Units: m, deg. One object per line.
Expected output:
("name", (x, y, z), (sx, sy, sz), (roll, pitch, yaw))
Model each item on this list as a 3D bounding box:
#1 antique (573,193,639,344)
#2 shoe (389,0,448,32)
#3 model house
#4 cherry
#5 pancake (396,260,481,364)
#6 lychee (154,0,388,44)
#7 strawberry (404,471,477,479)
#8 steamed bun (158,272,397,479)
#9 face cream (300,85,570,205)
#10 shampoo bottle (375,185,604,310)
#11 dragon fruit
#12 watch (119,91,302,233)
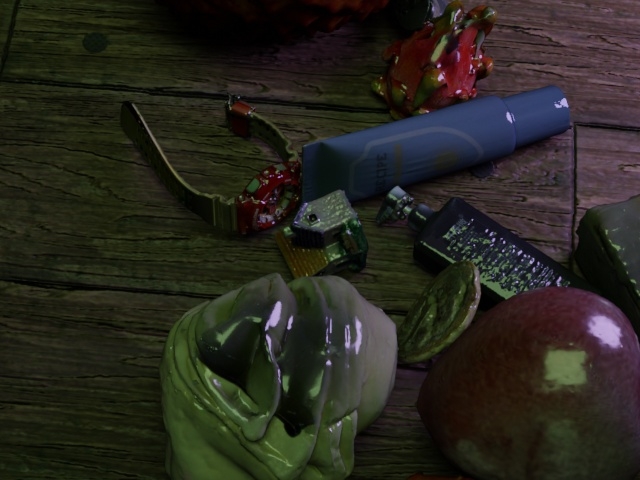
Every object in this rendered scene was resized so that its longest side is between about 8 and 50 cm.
("antique", (0.438, 0.083, 1.852), (0.150, 0.125, 0.284), (-13, 63, -6))
("shoe", (0.138, -0.363, 2.118), (0.077, 0.074, 0.194), (21, 38, -39))
("model house", (0.000, 0.000, 1.899), (0.100, 0.101, 0.088), (-20, 66, -10))
("cherry", (0.259, 0.186, 1.729), (0.307, 0.261, 0.221), (-7, 19, 13))
("pancake", (0.147, 0.093, 1.833), (0.028, 0.158, 0.158), (36, 63, -18))
("lychee", (-0.033, -0.482, 1.986), (0.500, 0.424, 0.424), (-27, 64, 11))
("strawberry", (0.129, 0.328, 1.701), (0.121, 0.188, 0.082), (-32, 105, -39))
("steamed bun", (-0.056, 0.162, 1.759), (0.275, 0.206, 0.320), (29, 62, 15))
("face cream", (0.152, -0.129, 1.967), (0.385, 0.135, 0.086), (-17, 51, -15))
("shampoo bottle", (0.212, 0.025, 1.907), (0.309, 0.071, 0.098), (35, 68, 16))
("dragon fruit", (0.169, -0.248, 2.016), (0.133, 0.208, 0.150), (49, 28, 7))
("watch", (-0.140, -0.121, 1.975), (0.165, 0.102, 0.268), (-27, 57, -22))
